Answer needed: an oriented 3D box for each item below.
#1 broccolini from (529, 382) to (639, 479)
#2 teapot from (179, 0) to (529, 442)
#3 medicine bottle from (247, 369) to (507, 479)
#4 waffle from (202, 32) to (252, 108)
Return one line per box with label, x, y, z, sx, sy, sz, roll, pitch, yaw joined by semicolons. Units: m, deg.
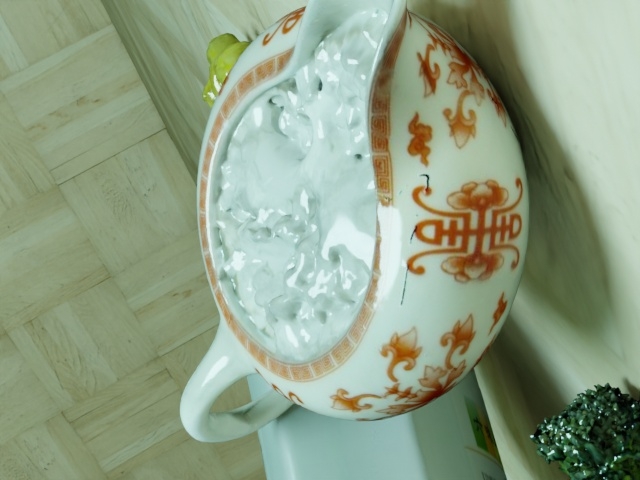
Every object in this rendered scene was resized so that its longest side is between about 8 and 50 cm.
broccolini;0.147;0.155;0.510;0.239;0.054;0.051;62;-151;-31
teapot;0.008;-0.002;0.466;0.159;0.116;0.245;41;124;28
medicine bottle;0.040;0.142;0.593;0.179;0.124;0.324;56;-160;-59
waffle;0.003;-0.002;0.852;0.312;0.060;0.307;63;172;-34
